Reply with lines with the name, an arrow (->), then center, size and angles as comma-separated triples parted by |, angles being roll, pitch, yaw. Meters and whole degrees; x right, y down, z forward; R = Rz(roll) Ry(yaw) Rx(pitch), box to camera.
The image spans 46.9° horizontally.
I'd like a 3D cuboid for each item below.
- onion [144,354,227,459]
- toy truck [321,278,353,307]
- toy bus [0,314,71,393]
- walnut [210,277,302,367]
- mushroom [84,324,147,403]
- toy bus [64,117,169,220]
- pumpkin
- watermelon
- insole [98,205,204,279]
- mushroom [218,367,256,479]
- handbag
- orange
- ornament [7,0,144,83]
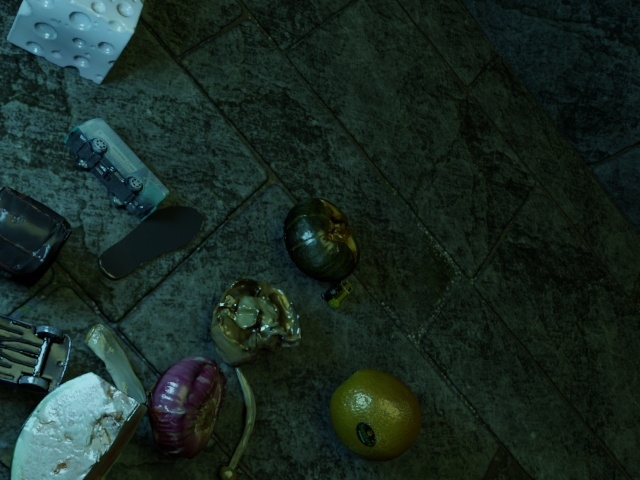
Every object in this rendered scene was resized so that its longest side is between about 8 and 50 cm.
onion -> -0.305, 0.349, 1.592 | 0.163, 0.230, 0.230 | 19, 51, 15
toy truck -> 0.050, 0.141, 2.028 | 0.054, 0.049, 0.083 | 53, 50, -8
toy bus -> -0.642, 0.208, 1.418 | 0.292, 0.133, 0.125 | 23, 58, -26
walnut -> -0.174, 0.203, 1.775 | 0.238, 0.141, 0.204 | -12, 61, -44
mushroom -> -0.441, 0.273, 1.601 | 0.059, 0.054, 0.202 | -37, 100, -36
toy bus -> -0.480, -0.169, 1.744 | 0.261, 0.091, 0.109 | 50, 39, -10
pumpkin -> -0.002, 0.002, 1.977 | 0.238, 0.159, 0.238 | 37, 32, -29
watermelon -> -0.472, 0.419, 1.418 | 0.224, 0.180, 0.305 | 43, 68, -31
insole -> -0.401, 0.000, 1.773 | 0.110, 0.012, 0.309 | 54, 49, -6
mushroom -> -0.189, 0.417, 1.736 | 0.068, 0.043, 0.306 | 38, 47, -43
handbag -> -0.611, -0.007, 1.487 | 0.169, 0.215, 0.155 | 39, 60, -12
orange -> 0.139, 0.438, 1.853 | 0.236, 0.236, 0.236 | 16, 61, -31
ornament -> -0.563, -0.568, 1.752 | 0.240, 0.239, 0.239 | 24, 58, -27
